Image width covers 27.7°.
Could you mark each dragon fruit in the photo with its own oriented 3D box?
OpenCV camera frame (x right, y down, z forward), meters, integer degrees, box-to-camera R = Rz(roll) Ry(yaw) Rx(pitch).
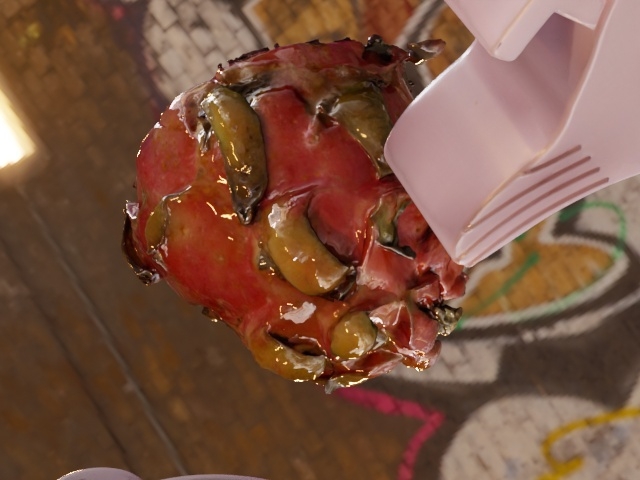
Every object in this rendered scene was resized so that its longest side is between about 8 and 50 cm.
[{"bbox_3d":[0.000,0.000,1.130,0.296,0.314,0.263,-1,-131,-32],"label":"dragon fruit"}]

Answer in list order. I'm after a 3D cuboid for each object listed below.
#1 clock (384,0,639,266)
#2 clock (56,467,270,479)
[{"bbox_3d":[0.168,-0.090,0.597,0.275,0.290,0.080,43,-165,-49],"label":"clock"},{"bbox_3d":[-0.091,0.320,1.092,0.295,0.322,0.113,-95,7,-53],"label":"clock"}]
